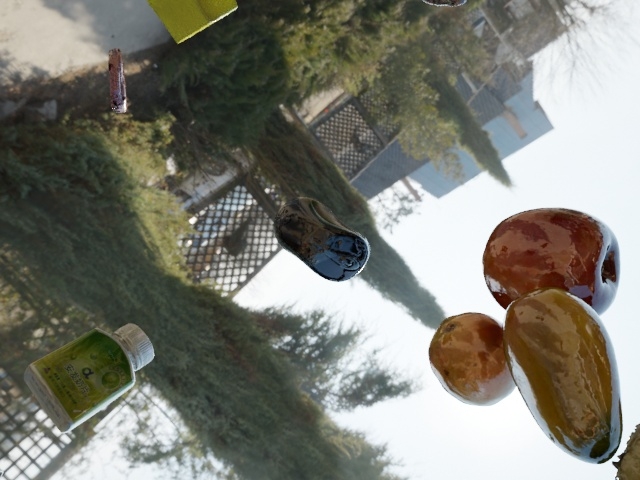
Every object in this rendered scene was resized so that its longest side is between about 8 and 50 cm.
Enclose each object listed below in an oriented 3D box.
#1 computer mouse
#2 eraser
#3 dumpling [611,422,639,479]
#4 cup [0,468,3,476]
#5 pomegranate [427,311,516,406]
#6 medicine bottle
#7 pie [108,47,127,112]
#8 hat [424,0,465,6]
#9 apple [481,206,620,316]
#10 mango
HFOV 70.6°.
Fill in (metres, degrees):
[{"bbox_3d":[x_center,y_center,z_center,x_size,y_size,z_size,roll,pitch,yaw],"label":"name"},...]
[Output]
[{"bbox_3d":[0.000,0.000,1.013,0.137,0.233,0.096,-59,-179,20],"label":"computer mouse"},{"bbox_3d":[-0.159,-0.288,0.515,0.045,0.097,0.122,-45,-149,-21],"label":"eraser"},{"bbox_3d":[0.533,0.343,0.645,0.332,0.085,0.166,-26,-161,-7],"label":"dumpling"},{"bbox_3d":[-0.662,0.429,0.824,0.074,0.099,0.102,-53,173,23],"label":"cup"},{"bbox_3d":[0.314,0.243,0.926,0.191,0.191,0.191,-38,-172,6],"label":"pomegranate"},{"bbox_3d":[-0.413,0.237,0.833,0.188,0.132,0.088,-34,174,-47],"label":"medicine bottle"},{"bbox_3d":[-0.493,-0.386,1.096,0.038,0.153,0.154,-6,175,-21],"label":"pie"},{"bbox_3d":[0.135,-0.297,0.503,0.087,0.042,0.058,1,134,-32],"label":"hat"},{"bbox_3d":[0.412,0.046,0.812,0.218,0.218,0.201,-43,-150,-26],"label":"apple"},{"bbox_3d":[0.319,0.172,0.602,0.121,0.220,0.151,-10,170,-1],"label":"mango"}]
